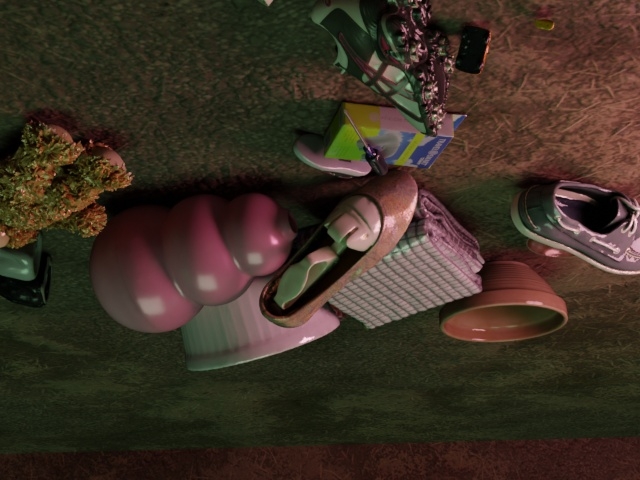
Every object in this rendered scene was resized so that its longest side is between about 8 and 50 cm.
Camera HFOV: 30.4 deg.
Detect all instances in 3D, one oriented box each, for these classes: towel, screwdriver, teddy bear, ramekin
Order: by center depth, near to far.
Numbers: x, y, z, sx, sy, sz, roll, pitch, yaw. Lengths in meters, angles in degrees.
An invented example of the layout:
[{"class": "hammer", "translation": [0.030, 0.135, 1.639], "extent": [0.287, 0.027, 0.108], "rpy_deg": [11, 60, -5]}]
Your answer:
[{"class": "screwdriver", "translation": [0.056, -0.134, 1.583], "extent": [0.025, 0.024, 0.170], "rpy_deg": [21, 165, 34]}, {"class": "teddy bear", "translation": [-0.422, -0.068, 1.704], "extent": [0.338, 0.113, 0.245], "rpy_deg": [-13, 153, 27]}, {"class": "towel", "translation": [0.123, 0.027, 1.946], "extent": [0.235, 0.121, 0.284], "rpy_deg": [-20, 153, 21]}, {"class": "ramekin", "translation": [-0.117, 0.119, 2.035], "extent": [0.277, 0.135, 0.277], "rpy_deg": [-17, -176, 1]}]

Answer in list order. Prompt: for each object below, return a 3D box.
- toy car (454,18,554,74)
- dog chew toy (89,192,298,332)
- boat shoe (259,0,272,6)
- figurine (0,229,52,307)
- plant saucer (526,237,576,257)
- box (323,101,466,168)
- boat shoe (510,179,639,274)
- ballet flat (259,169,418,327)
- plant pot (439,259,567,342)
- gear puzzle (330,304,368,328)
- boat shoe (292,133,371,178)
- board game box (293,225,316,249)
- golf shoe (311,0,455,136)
[{"class": "toy car", "translation": [0.222, -0.232, 1.408], "extent": [0.122, 0.060, 0.040], "rpy_deg": [-2, -169, 18]}, {"class": "dog chew toy", "translation": [-0.192, 0.020, 1.842], "extent": [0.332, 0.206, 0.206], "rpy_deg": [-18, 154, 17]}, {"class": "boat shoe", "translation": [-0.084, -0.329, 1.143], "extent": [0.079, 0.084, 0.233], "rpy_deg": [-42, 145, -2]}, {"class": "figurine", "translation": [-0.579, 0.039, 2.007], "extent": [0.209, 0.092, 0.215], "rpy_deg": [4, 157, -3]}, {"class": "plant saucer", "translation": [0.435, -0.012, 2.006], "extent": [0.168, 0.029, 0.168], "rpy_deg": [-2, 158, -1]}, {"class": "box", "translation": [0.103, -0.145, 1.635], "extent": [0.178, 0.042, 0.109], "rpy_deg": [5, 158, -13]}, {"class": "boat shoe", "translation": [0.458, -0.024, 1.864], "extent": [0.319, 0.116, 0.099], "rpy_deg": [14, 158, -23]}, {"class": "ballet flat", "translation": [0.023, 0.017, 1.774], "extent": [0.316, 0.107, 0.106], "rpy_deg": [-50, 158, 13]}, {"class": "plant pot", "translation": [0.337, 0.106, 2.190], "extent": [0.237, 0.109, 0.237], "rpy_deg": [-1, 159, 0]}, {"class": "gear puzzle", "translation": [0.090, 0.104, 2.257], "extent": [0.175, 0.044, 0.339], "rpy_deg": [3, 158, -10]}, {"class": "boat shoe", "translation": [0.011, -0.115, 1.696], "extent": [0.142, 0.049, 0.040], "rpy_deg": [14, 154, -39]}, {"class": "board game box", "translation": [0.000, 0.000, 2.021], "extent": [0.090, 0.020, 0.090], "rpy_deg": [-16, 155, 31]}, {"class": "golf shoe", "translation": [0.085, -0.218, 1.404], "extent": [0.120, 0.105, 0.273], "rpy_deg": [7, 157, 23]}]
